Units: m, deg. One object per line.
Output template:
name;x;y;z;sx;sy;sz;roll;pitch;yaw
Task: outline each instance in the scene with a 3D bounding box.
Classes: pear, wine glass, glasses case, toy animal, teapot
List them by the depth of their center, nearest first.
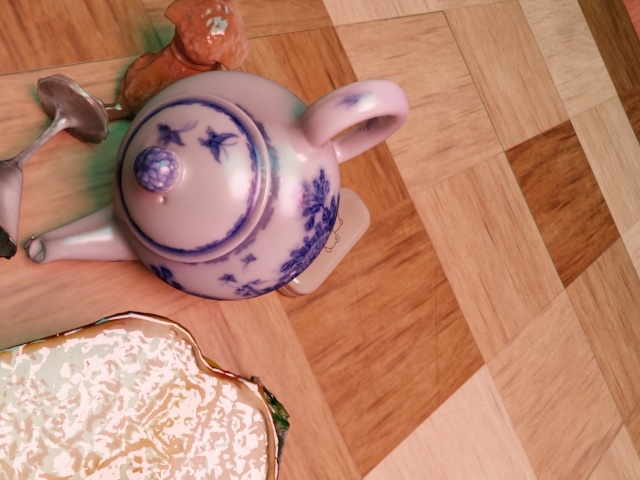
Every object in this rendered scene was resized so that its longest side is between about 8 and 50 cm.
pear;-0.227;0.258;0.438;0.340;0.191;0.386;45;57;-12
wine glass;-0.308;-0.083;0.532;0.122;0.122;0.183;42;52;-18
teapot;-0.107;-0.060;0.544;0.280;0.424;0.252;2;67;-77
toy animal;-0.178;-0.205;0.605;0.184;0.185;0.104;-29;96;-36
glasses case;0.000;0.000;0.754;0.083;0.050;0.196;48;56;-11

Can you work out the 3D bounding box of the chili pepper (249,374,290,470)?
chili pepper;-0.088;0.271;0.603;0.108;0.062;0.216;45;50;-66
